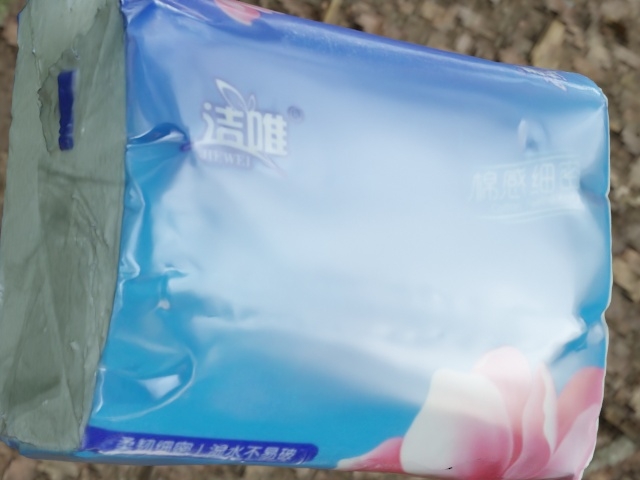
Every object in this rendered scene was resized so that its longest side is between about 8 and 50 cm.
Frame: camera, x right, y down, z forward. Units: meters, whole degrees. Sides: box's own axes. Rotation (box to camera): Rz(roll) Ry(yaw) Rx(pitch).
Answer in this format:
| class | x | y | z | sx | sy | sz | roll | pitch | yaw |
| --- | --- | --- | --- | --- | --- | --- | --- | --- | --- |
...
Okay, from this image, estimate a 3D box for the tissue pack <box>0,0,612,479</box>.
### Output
| class | x | y | z | sx | sy | sz | roll | pitch | yaw |
| --- | --- | --- | --- | --- | --- | --- | --- | --- | --- |
| tissue pack | 0.000 | 0.000 | 0.698 | 0.270 | 0.137 | 0.209 | 9 | 80 | -32 |
